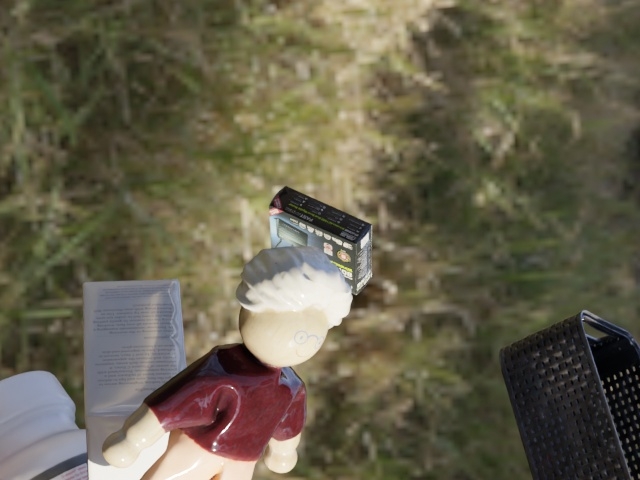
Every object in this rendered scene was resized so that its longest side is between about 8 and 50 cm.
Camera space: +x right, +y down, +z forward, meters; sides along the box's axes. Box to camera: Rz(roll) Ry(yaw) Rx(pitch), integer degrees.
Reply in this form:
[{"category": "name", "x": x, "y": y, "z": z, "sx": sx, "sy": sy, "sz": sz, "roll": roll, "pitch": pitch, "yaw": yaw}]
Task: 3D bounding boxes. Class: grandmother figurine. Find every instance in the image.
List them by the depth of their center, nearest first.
[{"category": "grandmother figurine", "x": -0.077, "y": 0.157, "z": 1.399, "sx": 0.208, "sy": 0.104, "sz": 0.342, "roll": 6, "pitch": 114, "yaw": -61}]

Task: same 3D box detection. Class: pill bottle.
[{"category": "pill bottle", "x": -0.256, "y": 0.328, "z": 1.851, "sx": 0.363, "sy": 0.210, "sz": 0.210, "roll": 54, "pitch": 5, "yaw": 18}]

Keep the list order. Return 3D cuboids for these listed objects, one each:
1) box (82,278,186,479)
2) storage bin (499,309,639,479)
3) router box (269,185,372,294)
[{"category": "box", "x": -0.166, "y": 0.138, "z": 1.602, "sx": 0.170, "sy": 0.091, "sz": 0.130, "roll": -100, "pitch": -169, "yaw": -48}, {"category": "storage bin", "x": 0.231, "y": 0.163, "z": 1.497, "sx": 0.122, "sy": 0.084, "sz": 0.180, "roll": 24, "pitch": 44, "yaw": -52}, {"category": "router box", "x": 0.000, "y": 0.000, "z": 2.067, "sx": 0.038, "sy": 0.122, "sz": 0.092, "roll": -51, "pitch": 154, "yaw": -33}]
